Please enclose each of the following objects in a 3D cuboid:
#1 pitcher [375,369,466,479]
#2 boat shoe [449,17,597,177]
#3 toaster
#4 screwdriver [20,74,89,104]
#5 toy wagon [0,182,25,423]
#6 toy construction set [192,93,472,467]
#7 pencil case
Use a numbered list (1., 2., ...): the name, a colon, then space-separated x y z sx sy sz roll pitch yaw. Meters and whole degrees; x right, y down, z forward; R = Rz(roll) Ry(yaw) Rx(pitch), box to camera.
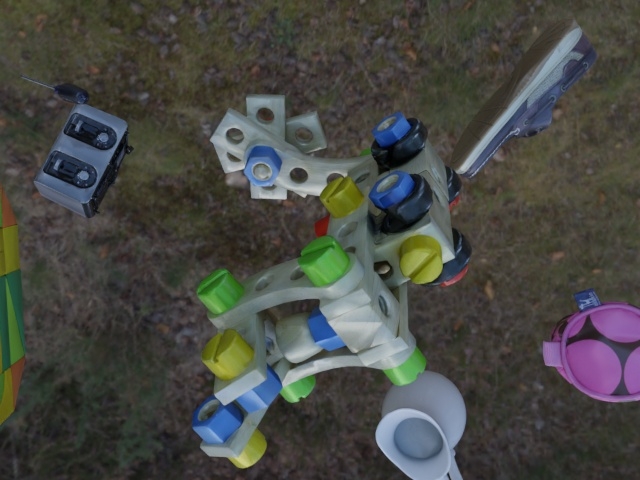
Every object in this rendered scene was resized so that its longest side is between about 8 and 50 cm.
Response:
1. pitcher: 0.163 0.288 1.104 0.126 0.207 0.177 -33 90 14
2. boat shoe: 0.313 -0.202 1.151 0.092 0.103 0.285 36 95 -14
3. toaster: -0.422 -0.140 1.360 0.110 0.168 0.186 26 167 -8
4. screwdriver: -0.350 -0.201 0.989 0.025 0.024 0.170 9 -169 -45
5. toy wagon: -0.352 0.026 0.721 0.068 0.267 0.344 -1 96 -5
6. toy construction set: 0.000 0.000 0.599 0.215 0.327 0.151 -29 130 21
7. pencil case: 0.258 0.100 0.706 0.098 0.095 0.209 -13 168 14
